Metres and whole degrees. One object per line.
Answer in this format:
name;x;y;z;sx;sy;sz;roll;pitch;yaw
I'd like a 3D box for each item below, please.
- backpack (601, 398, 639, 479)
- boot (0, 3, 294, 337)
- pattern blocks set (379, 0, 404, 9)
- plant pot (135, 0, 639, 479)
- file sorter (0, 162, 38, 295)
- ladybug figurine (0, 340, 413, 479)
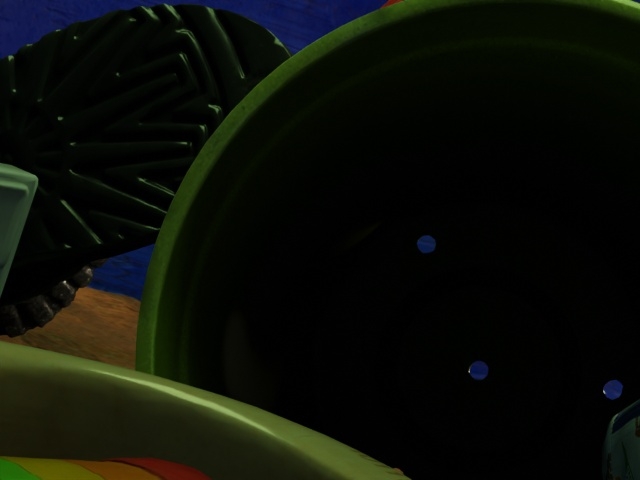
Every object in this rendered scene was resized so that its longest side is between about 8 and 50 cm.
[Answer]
backpack;0.207;0.165;0.732;0.276;0.213;0.263;8;-9;-3
boot;-0.147;-0.035;1.161;0.348;0.131;0.260;-17;-8;13
pattern blocks set;0.000;0.000;1.219;0.026;0.325;0.285;36;8;20
plant pot;0.100;0.070;1.054;0.366;0.366;0.353;21;-3;3
file sorter;-0.299;0.022;0.786;0.173;0.193;0.277;23;8;33
ladybug figurine;-0.106;0.140;0.579;0.305;0.162;0.449;29;11;41
